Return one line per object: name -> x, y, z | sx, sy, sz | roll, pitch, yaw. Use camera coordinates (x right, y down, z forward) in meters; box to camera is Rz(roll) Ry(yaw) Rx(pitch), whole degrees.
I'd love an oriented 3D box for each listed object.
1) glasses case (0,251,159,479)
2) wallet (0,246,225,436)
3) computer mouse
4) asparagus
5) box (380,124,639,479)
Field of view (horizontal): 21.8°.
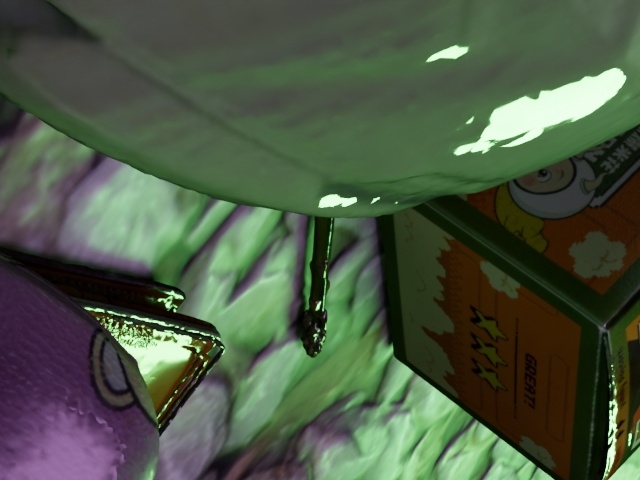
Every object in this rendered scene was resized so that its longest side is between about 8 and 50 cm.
glasses case -> -0.179, 0.139, 0.516 | 0.123, 0.076, 0.316 | 40, 90, -22
wallet -> -0.130, 0.096, 0.628 | 0.195, 0.042, 0.161 | -56, 153, 6
computer mouse -> -0.008, -0.124, 0.359 | 0.228, 0.145, 0.429 | -42, 136, 12
asparagus -> 0.000, 0.000, 0.752 | 0.166, 0.016, 0.013 | 92, 9, -47
box -> 0.148, -0.007, 0.831 | 0.195, 0.148, 0.177 | -42, 152, -21
